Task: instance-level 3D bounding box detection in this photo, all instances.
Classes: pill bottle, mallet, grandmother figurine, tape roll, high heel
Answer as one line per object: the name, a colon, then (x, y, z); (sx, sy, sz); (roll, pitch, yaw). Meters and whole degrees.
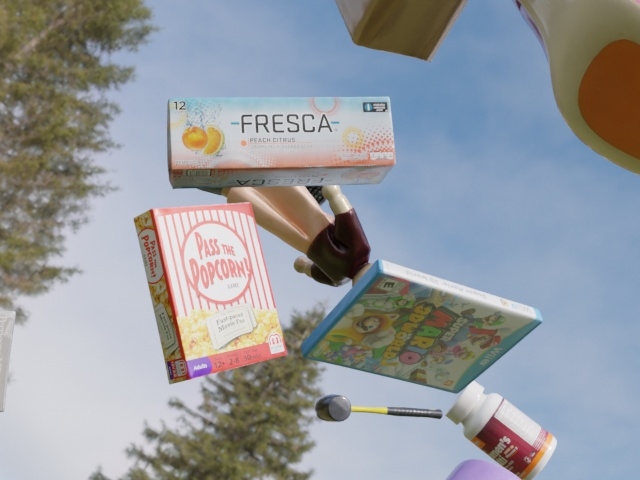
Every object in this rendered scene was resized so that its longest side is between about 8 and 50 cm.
pill bottle: (0.387, 0.409, 1.745); (0.221, 0.121, 0.121); (37, -32, 11)
mallet: (0.089, 0.243, 1.149); (0.189, 0.039, 0.062); (5, -12, -11)
grandmother figurine: (0.000, 0.000, 1.222); (0.342, 0.104, 0.208); (40, -27, 12)
tape roll: (0.282, 0.468, 1.356); (0.189, 0.080, 0.189); (25, -46, 30)
high heel: (0.165, -0.132, 0.475); (0.244, 0.117, 0.082); (46, -42, 21)

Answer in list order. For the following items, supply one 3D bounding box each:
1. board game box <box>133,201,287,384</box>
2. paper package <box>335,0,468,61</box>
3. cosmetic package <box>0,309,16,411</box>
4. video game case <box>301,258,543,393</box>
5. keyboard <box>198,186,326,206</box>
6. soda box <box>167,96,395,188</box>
board game box: (-0.127, 0.056, 0.941); (0.045, 0.146, 0.194); (-21, -99, 44)
paper package: (0.146, -0.515, 1.321); (0.168, 0.310, 0.325); (2, -38, -27)
cosmetic package: (-0.487, 0.136, 0.939); (0.237, 0.127, 0.107); (5, -11, -23)
video game case: (0.084, 0.077, 0.667); (0.166, 0.015, 0.119); (17, -49, -27)
keyboard: (-0.069, -0.143, 1.516); (0.202, 0.317, 0.033); (-55, -129, 20)
soda box: (-0.034, -0.080, 0.665); (0.183, 0.063, 0.058); (-2, -12, -11)
